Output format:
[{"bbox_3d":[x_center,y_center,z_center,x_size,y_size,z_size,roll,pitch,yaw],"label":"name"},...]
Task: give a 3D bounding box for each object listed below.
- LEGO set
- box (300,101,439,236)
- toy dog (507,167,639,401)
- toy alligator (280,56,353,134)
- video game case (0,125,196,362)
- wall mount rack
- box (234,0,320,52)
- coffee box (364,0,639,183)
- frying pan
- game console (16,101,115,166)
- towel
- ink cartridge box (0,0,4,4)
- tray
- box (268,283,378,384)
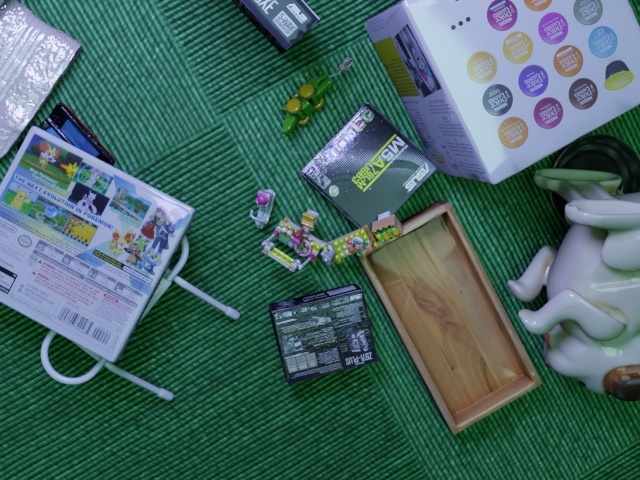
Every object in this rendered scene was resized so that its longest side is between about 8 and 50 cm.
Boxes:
[{"bbox_3d":[0.000,0.000,1.625,0.287,0.107,0.132,13,112,17],"label":"LEGO set"},{"bbox_3d":[0.091,-0.130,1.673,0.184,0.045,0.190,44,90,5],"label":"box"},{"bbox_3d":[0.546,0.093,1.681,0.396,0.284,0.407,0,112,-13],"label":"toy dog"},{"bbox_3d":[-0.018,-0.280,1.669,0.189,0.056,0.051,-49,60,-1],"label":"toy alligator"},{"bbox_3d":[-0.427,0.005,1.550,0.329,0.036,0.299,27,88,6],"label":"video game case"},{"bbox_3d":[-0.330,0.134,1.636,0.304,0.130,0.350,39,90,-7],"label":"wall mount rack"},{"bbox_3d":[-0.118,-0.430,1.505,0.076,0.307,0.242,-42,100,4],"label":"box"},{"bbox_3d":[0.322,-0.325,1.566,0.338,0.338,0.334,-29,100,-4],"label":"coffee box"},{"bbox_3d":[0.596,-0.075,1.780,0.326,0.053,0.197,36,92,-12],"label":"frying pan"},{"bbox_3d":[-0.458,-0.156,1.601,0.144,0.124,0.085,49,61,-11],"label":"game console"},{"bbox_3d":[-0.579,-0.286,1.583,0.187,0.049,0.282,34,90,-11],"label":"towel"},{"bbox_3d":[-0.635,-0.461,1.487,0.154,0.093,0.212,-40,85,24],"label":"ink cartridge box"},{"bbox_3d":[0.247,0.149,1.745,0.203,0.076,0.410,-29,99,-4],"label":"tray"},{"bbox_3d":[0.005,0.177,1.708,0.180,0.077,0.147,-14,98,-6],"label":"box"}]
